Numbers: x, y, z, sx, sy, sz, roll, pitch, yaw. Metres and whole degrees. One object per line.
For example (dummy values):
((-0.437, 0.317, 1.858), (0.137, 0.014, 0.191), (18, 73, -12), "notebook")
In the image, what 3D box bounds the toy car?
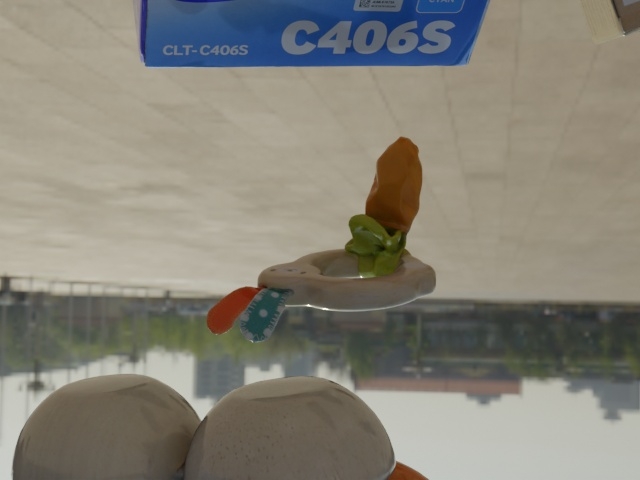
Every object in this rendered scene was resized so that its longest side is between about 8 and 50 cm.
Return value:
((-0.028, 0.127, 0.449), (0.182, 0.159, 0.136), (-3, -173, 25), "toy car")

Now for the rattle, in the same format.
((0.000, 0.000, 0.975), (0.200, 0.142, 0.130), (-4, -149, -20), "rattle")

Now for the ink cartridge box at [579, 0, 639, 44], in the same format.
((0.356, -0.368, 1.387), (0.088, 0.234, 0.193), (-19, -174, 4), "ink cartridge box")

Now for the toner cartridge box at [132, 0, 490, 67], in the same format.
((-0.029, -0.240, 0.615), (0.165, 0.347, 0.075), (-4, 143, -13), "toner cartridge box")
